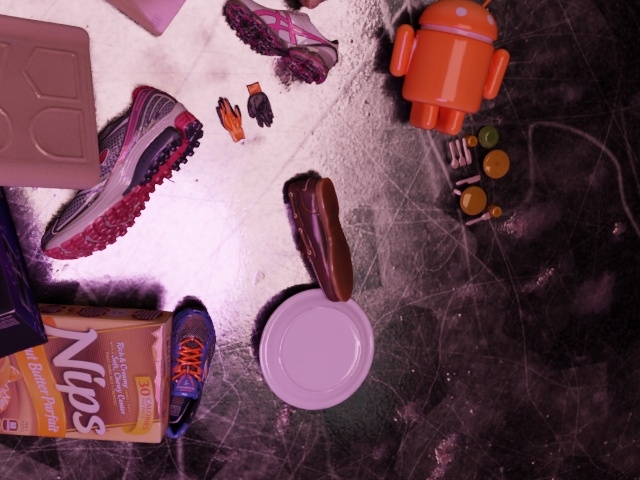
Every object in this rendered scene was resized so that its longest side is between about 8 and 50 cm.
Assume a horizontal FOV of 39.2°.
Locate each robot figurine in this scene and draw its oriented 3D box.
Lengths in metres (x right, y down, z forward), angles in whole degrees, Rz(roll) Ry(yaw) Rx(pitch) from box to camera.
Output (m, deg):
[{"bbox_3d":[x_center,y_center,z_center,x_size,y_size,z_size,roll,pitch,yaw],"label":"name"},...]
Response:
[{"bbox_3d":[0.198,-0.277,1.390,0.158,0.128,0.219,17,99,23],"label":"robot figurine"}]

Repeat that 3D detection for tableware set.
[{"bbox_3d":[0.268,-0.108,1.497,0.104,0.024,0.154,-18,103,-12],"label":"tableware set"}]

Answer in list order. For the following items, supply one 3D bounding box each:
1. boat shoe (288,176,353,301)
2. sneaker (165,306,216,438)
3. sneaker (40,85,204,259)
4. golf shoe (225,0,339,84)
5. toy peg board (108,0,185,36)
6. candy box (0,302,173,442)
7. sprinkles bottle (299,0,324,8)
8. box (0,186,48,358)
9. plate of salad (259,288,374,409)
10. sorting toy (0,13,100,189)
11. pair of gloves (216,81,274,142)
[{"bbox_3d":[0.000,0.000,1.435,0.073,0.073,0.207,-6,101,26],"label":"boat shoe"},{"bbox_3d":[-0.208,0.213,1.413,0.083,0.087,0.221,7,99,-15],"label":"sneaker"},{"bbox_3d":[-0.305,-0.091,1.329,0.112,0.121,0.299,42,90,12],"label":"sneaker"},{"bbox_3d":[-0.057,-0.317,1.363,0.186,0.067,0.086,33,65,-17],"label":"golf shoe"},{"bbox_3d":[-0.250,-0.411,1.296,0.161,0.079,0.160,35,107,-16],"label":"toy peg board"},{"bbox_3d":[-0.382,0.191,1.329,0.316,0.087,0.183,3,98,1],"label":"candy box"},{"bbox_3d":[0.120,-0.462,1.338,0.355,0.121,0.121,-24,105,-8],"label":"sprinkles bottle"},{"bbox_3d":[-0.466,0.015,1.209,0.103,0.184,0.261,-18,74,-12],"label":"box"},{"bbox_3d":[-0.007,0.177,1.475,0.200,0.048,0.199,-2,94,-21],"label":"plate of salad"},{"bbox_3d":[-0.441,-0.183,1.160,0.307,0.041,0.229,1,79,-36],"label":"sorting toy"},{"bbox_3d":[-0.116,-0.199,1.393,0.083,0.010,0.074,-26,104,-10],"label":"pair of gloves"}]
